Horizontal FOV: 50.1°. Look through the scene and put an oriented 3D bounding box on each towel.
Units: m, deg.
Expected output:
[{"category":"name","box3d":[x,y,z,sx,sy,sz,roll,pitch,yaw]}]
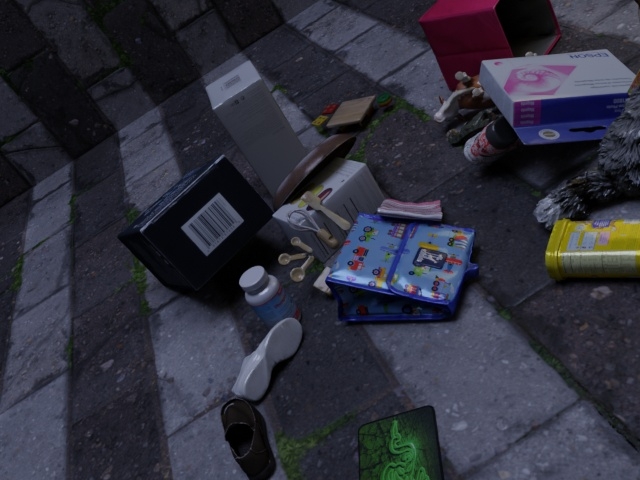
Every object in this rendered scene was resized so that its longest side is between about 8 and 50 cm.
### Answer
[{"category":"towel","box3d":[0.208,-0.074,1.571,0.144,0.029,0.197,5,9,9]}]

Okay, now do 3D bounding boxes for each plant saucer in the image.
[{"category":"plant saucer","box3d":[-0.026,-0.185,1.866,0.310,0.050,0.310,-44,-4,-3]}]

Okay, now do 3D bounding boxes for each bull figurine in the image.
[{"category":"bull figurine","box3d":[0.444,-0.404,1.823,0.311,0.101,0.188,-19,-5,10]}]

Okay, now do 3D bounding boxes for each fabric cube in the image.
[{"category":"fabric cube","box3d":[0.489,-0.613,1.966,0.258,0.259,0.254,9,52,48]}]

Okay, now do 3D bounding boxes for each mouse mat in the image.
[{"category":"mouse mat","box3d":[0.134,0.376,1.179,0.153,0.007,0.189,-22,34,17]}]

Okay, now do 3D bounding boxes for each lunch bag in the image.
[{"category":"lunch bag","box3d":[0.193,0.065,1.465,0.293,0.138,0.221,3,44,26]}]

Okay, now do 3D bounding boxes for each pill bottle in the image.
[{"category":"pill bottle","box3d":[-0.118,0.137,1.574,0.087,0.160,0.087,-23,34,16]}]

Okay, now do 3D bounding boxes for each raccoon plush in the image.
[{"category":"raccoon plush","box3d":[0.598,-0.219,1.302,0.446,0.299,0.216,-34,32,-2]}]

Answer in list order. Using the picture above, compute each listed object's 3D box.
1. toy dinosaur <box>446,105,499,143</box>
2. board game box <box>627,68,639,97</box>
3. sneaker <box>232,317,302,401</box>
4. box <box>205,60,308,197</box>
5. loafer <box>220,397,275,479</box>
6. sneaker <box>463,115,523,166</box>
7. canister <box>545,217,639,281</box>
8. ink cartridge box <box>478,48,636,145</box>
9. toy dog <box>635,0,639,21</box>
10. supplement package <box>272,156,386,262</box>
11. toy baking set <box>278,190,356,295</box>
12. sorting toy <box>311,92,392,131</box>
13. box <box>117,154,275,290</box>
[{"category":"toy dinosaur","box3d":[0.417,-0.305,1.752,0.118,0.064,0.268,-35,1,-15]},{"category":"board game box","box3d":[0.796,-0.360,1.436,0.260,0.124,0.039,-13,69,2]},{"category":"sneaker","box3d":[-0.126,0.255,1.512,0.094,0.080,0.212,-10,36,55]},{"category":"box","box3d":[-0.182,-0.341,2.100,0.168,0.345,0.215,-32,32,3]},{"category":"loafer","box3d":[-0.152,0.376,1.358,0.080,0.078,0.220,-37,32,-6]},{"category":"sneaker","box3d":[0.466,-0.264,1.668,0.270,0.090,0.145,-26,-7,-32]},{"category":"canister","box3d":[0.520,0.015,1.268,0.170,0.073,0.126,-2,44,38]},{"category":"ink cartridge box","box3d":[0.570,-0.339,1.572,0.324,0.071,0.330,-6,37,-4]},{"category":"toy dog","box3d":[0.914,-0.634,1.613,0.408,0.284,0.395,-48,34,-19]},{"category":"supplement package","box3d":[0.024,-0.082,1.771,0.244,0.133,0.139,-44,33,-17]},{"category":"toy baking set","box3d":[0.007,0.002,1.624,0.197,0.030,0.256,10,69,1]},{"category":"sorting toy","box3d":[0.100,-0.403,2.220,0.275,0.046,0.132,-3,43,38]},{"category":"box","box3d":[-0.350,-0.040,1.869,0.293,0.212,0.395,-46,15,-19]}]
